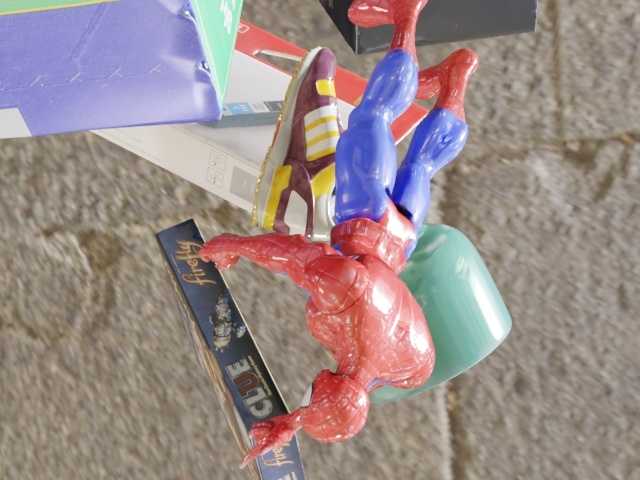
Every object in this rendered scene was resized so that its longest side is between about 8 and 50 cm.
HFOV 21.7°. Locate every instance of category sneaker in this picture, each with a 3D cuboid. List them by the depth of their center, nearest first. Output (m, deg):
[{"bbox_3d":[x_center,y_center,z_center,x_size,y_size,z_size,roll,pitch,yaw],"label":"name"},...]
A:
[{"bbox_3d":[0.000,-0.080,1.433,0.084,0.069,0.185,17,64,0],"label":"sneaker"}]

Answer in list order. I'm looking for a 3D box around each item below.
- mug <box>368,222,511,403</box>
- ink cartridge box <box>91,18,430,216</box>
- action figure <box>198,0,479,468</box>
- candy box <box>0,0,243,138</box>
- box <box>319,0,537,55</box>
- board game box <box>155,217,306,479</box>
[{"bbox_3d":[0.055,0.047,1.242,0.129,0.158,0.097,-36,105,-33],"label":"mug"},{"bbox_3d":[-0.069,-0.149,1.634,0.296,0.261,0.066,27,134,16],"label":"ink cartridge box"},{"bbox_3d":[0.000,0.000,0.839,0.139,0.280,0.091,-25,124,29],"label":"action figure"},{"bbox_3d":[-0.159,-0.192,0.740,0.268,0.317,0.122,-3,141,11],"label":"candy box"},{"bbox_3d":[0.078,-0.231,1.361,0.156,0.158,0.093,-9,123,-13],"label":"box"},{"bbox_3d":[-0.081,0.121,1.557,0.042,0.243,0.165,-22,144,-9],"label":"board game box"}]
